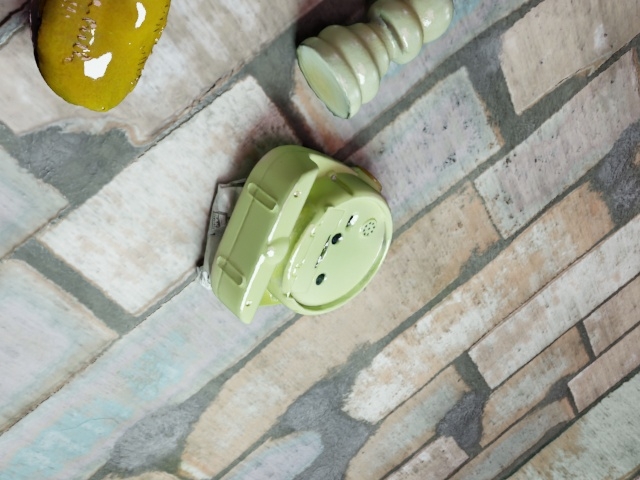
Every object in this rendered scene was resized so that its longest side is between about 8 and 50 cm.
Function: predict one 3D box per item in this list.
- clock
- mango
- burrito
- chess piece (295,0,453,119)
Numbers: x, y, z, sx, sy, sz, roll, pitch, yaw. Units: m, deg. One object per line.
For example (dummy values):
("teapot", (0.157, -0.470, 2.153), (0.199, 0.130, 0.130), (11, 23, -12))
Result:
("clock", (0.000, 0.000, 1.172), (0.348, 0.117, 0.286), (5, 115, -47))
("mango", (-0.256, -0.272, 0.819), (0.151, 0.156, 0.249), (-37, 152, -58))
("burrito", (-0.160, -0.006, 1.142), (0.064, 0.064, 0.203), (2, 120, -33))
("chess piece", (0.095, -0.305, 1.039), (0.243, 0.133, 0.133), (-39, 135, -10))
